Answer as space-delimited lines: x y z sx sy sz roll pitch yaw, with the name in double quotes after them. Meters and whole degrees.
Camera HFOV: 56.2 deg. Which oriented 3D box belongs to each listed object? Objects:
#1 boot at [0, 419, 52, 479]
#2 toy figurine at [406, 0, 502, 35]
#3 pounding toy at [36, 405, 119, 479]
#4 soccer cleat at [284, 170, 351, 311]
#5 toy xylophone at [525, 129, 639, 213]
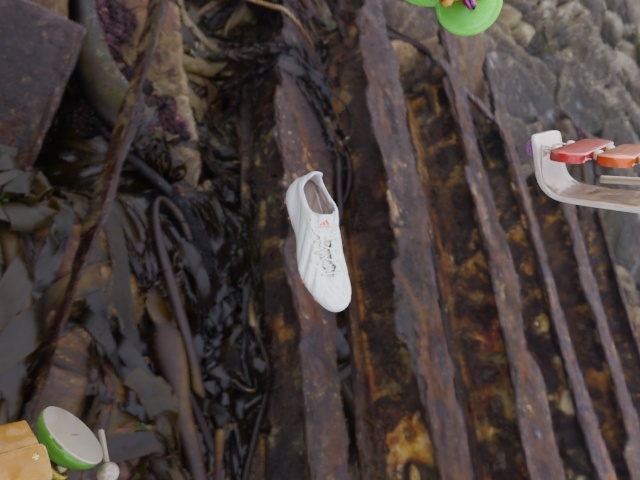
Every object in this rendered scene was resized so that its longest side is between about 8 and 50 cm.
-0.595 0.470 1.094 0.211 0.104 0.295 1 48 -45 "boot"
0.112 -0.291 0.580 0.173 0.130 0.159 63 20 1 "toy figurine"
-0.610 0.510 1.433 0.110 0.183 0.237 -44 135 -6 "pounding toy"
0.000 0.000 0.817 0.068 0.076 0.196 -8 72 -33 "soccer cleat"
0.431 -0.086 0.752 0.236 0.323 0.081 -26 122 -59 "toy xylophone"
